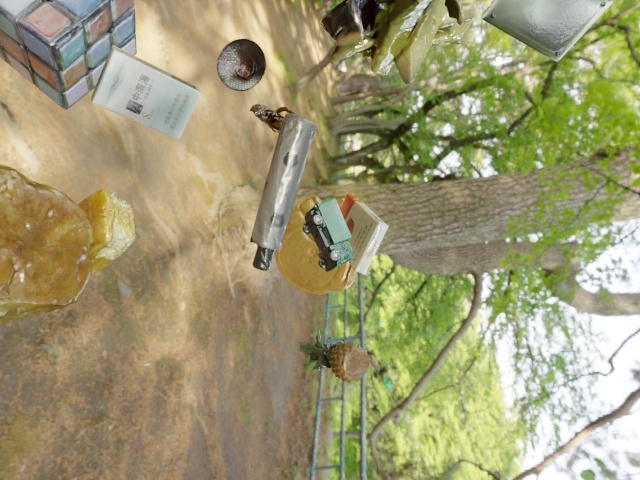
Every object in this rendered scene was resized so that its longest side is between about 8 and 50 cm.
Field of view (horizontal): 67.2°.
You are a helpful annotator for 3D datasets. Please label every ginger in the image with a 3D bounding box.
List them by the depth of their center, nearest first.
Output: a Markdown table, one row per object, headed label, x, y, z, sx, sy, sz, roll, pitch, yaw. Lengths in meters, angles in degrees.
| label | x | y | z | sx | sy | sz | roll | pitch | yaw |
| --- | --- | --- | --- | --- | --- | --- | --- | --- | --- |
| ginger | 0.197 | -0.426 | 0.902 | 0.211 | 0.358 | 0.413 | 52 | 39 | -17 |

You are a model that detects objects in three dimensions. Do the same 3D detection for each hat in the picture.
| label | x | y | z | sx | sy | sz | roll | pitch | yaw |
| --- | --- | --- | --- | --- | --- | --- | --- | --- | --- |
| hat | -0.285 | -0.650 | 1.813 | 0.082 | 0.193 | 0.193 | -16 | 94 | -79 |

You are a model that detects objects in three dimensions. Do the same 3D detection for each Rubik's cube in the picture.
| label | x | y | z | sx | sy | sz | roll | pitch | yaw |
| --- | --- | --- | --- | --- | --- | --- | --- | --- | --- |
| Rubik's cube | -0.812 | -0.691 | 1.483 | 0.362 | 0.363 | 0.359 | -57 | -171 | -25 |

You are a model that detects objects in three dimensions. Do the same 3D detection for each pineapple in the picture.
| label | x | y | z | sx | sy | sz | roll | pitch | yaw |
| --- | --- | --- | --- | --- | --- | --- | --- | --- | --- |
| pineapple | 0.040 | 0.343 | 1.461 | 0.277 | 0.119 | 0.130 | -5 | -110 | 61 |

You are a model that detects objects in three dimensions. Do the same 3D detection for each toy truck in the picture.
| label | x | y | z | sx | sy | sz | roll | pitch | yaw |
| --- | --- | --- | --- | --- | --- | --- | --- | --- | --- |
| toy truck | 0.017 | -0.009 | 1.072 | 0.065 | 0.079 | 0.147 | -38 | -108 | 57 |

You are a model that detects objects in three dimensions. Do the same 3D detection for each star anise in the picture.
| label | x | y | z | sx | sy | sz | roll | pitch | yaw |
| --- | --- | --- | --- | --- | --- | --- | --- | --- | --- |
| star anise | -0.105 | -0.329 | 1.324 | 0.070 | 0.191 | 0.097 | -61 | 173 | -6 |

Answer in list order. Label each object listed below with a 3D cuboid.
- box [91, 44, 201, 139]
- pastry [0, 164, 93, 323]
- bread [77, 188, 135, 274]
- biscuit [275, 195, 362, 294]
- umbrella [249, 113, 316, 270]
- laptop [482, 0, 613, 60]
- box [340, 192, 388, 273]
| label | x | y | z | sx | sy | sz | roll | pitch | yaw |
| --- | --- | --- | --- | --- | --- | --- | --- | --- | --- |
| box | -0.467 | -0.394 | 1.301 | 0.243 | 0.155 | 0.067 | 21 | 21 | -35 |
| pastry | -0.542 | 0.010 | 0.817 | 0.311 | 0.162 | 0.255 | 52 | 46 | -62 |
| bread | -0.562 | -0.007 | 1.174 | 0.121 | 0.246 | 0.174 | 38 | 31 | -48 |
| biscuit | 0.000 | 0.000 | 1.570 | 0.351 | 0.312 | 0.057 | -64 | 156 | -10 |
| umbrella | -0.086 | -0.099 | 1.028 | 0.073 | 0.067 | 0.337 | 12 | 96 | -43 |
| laptop | 0.571 | -0.583 | 1.217 | 0.187 | 0.269 | 0.015 | -52 | -153 | 43 |
| box | 0.092 | -0.025 | 1.256 | 0.139 | 0.035 | 0.245 | -66 | -157 | 16 |
